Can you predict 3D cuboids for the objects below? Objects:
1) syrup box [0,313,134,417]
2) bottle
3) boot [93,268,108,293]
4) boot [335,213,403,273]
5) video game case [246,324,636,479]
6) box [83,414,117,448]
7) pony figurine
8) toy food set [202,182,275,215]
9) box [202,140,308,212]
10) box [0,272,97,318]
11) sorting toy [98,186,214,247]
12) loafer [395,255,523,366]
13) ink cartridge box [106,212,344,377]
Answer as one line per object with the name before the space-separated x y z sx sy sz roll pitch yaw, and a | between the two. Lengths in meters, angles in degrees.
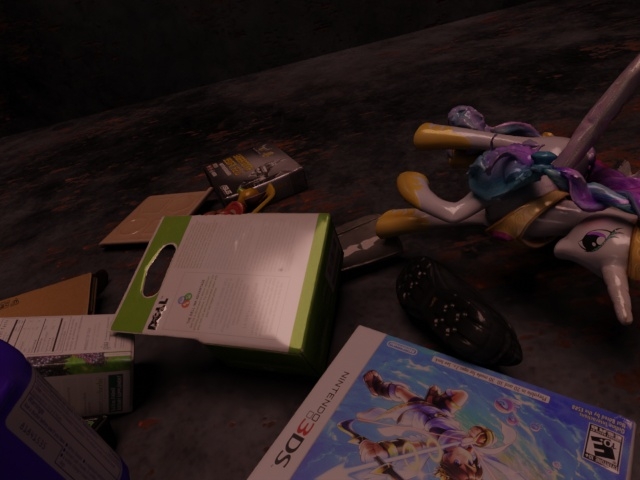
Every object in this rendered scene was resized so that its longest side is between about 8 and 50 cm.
syrup box | -0.352 0.154 0.504 0.237 0.093 0.096 2 28 -23
bottle | -0.207 0.190 0.307 0.118 0.282 0.092 -10 34 9
boot | -0.464 0.094 0.773 0.114 0.037 0.106 -5 34 20
boot | 0.000 0.001 0.685 0.209 0.076 0.189 -29 50 -8
video game case | 0.089 0.211 0.359 0.270 0.061 0.244 12 43 35
box | -0.341 0.261 0.421 0.191 0.045 0.184 -11 10 7
pony figurine | 0.289 -0.080 0.522 0.351 0.302 0.364 -42 38 -20
toy food set | -0.165 -0.043 0.764 0.128 0.071 0.218 -38 10 46
box | -0.158 -0.149 0.980 0.183 0.056 0.231 -25 35 -13
box | -0.469 0.147 0.678 0.202 0.021 0.164 -18 48 -6
sorting toy | -0.356 -0.047 0.937 0.209 0.038 0.193 -6 34 21
loafer | 0.154 0.081 0.507 0.076 0.078 0.223 -55 17 8
ink cartridge box | -0.113 0.062 0.558 0.256 0.097 0.188 1 57 17
